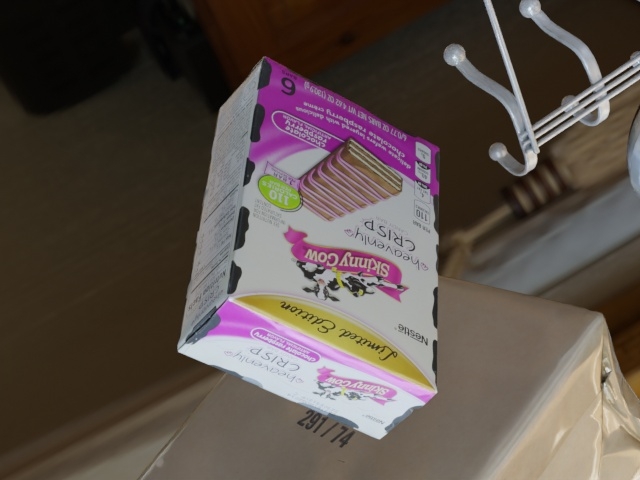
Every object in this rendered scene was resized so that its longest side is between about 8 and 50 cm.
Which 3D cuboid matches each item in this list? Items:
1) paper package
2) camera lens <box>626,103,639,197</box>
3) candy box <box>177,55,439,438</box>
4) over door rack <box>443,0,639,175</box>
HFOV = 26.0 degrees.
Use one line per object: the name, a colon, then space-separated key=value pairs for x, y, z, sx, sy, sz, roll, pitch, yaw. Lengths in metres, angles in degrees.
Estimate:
paper package: x=0.059 y=0.184 z=1.135 sx=0.325 sy=0.309 sz=0.168 roll=13 pitch=146 yaw=48
camera lens: x=0.384 y=-0.044 z=1.031 sx=0.274 sy=0.219 sz=0.219 roll=51 pitch=170 yaw=31
candy box: x=0.000 y=0.000 z=0.951 sx=0.159 sy=0.071 sz=0.233 roll=25 pitch=-136 yaw=-21
over door rack: x=0.228 y=-0.259 z=1.345 sx=0.108 sy=0.239 sz=0.324 roll=26 pitch=141 yaw=46
